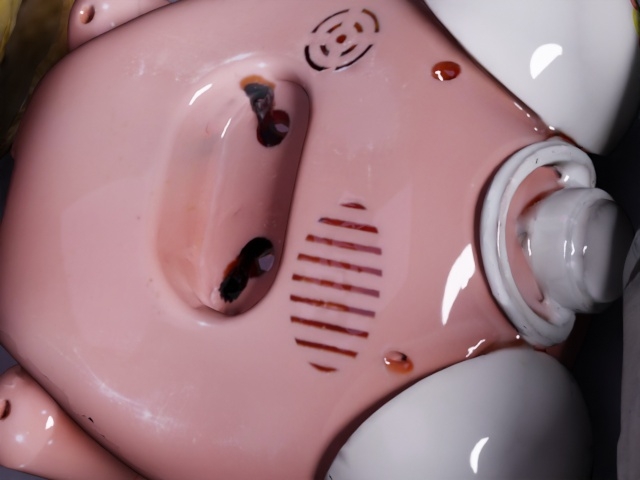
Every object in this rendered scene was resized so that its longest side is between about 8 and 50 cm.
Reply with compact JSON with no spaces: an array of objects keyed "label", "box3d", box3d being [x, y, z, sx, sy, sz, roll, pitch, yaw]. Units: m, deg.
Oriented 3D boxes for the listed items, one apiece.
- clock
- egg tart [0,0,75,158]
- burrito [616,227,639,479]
[{"label":"clock","box3d":[0.000,0.000,0.472,0.162,0.092,0.166,1,74,34]},{"label":"egg tart","box3d":[-0.215,-0.090,0.653,0.297,0.132,0.297,-13,70,39]},{"label":"burrito","box3d":[0.096,0.020,0.412,0.064,0.064,0.203,-1,72,37]}]
